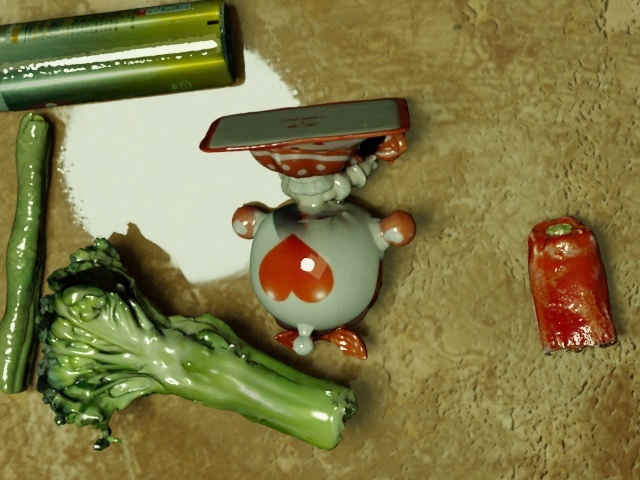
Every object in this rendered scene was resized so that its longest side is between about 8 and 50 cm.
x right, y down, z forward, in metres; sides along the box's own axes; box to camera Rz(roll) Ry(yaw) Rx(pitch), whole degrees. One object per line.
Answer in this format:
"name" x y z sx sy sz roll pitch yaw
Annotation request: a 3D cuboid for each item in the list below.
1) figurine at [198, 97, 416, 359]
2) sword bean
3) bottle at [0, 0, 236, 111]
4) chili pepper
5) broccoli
"figurine" 0.000 0.000 1.224 0.183 0.160 0.226 -5 105 4
"sword bean" -0.284 0.012 1.280 0.038 0.043 0.269 8 97 8
"bottle" -0.224 -0.167 1.238 0.286 0.082 0.082 -6 96 4
"chili pepper" 0.234 0.040 1.246 0.070 0.073 0.123 -17 100 -38
"broccoli" -0.114 0.115 1.221 0.304 0.145 0.165 19 109 6
